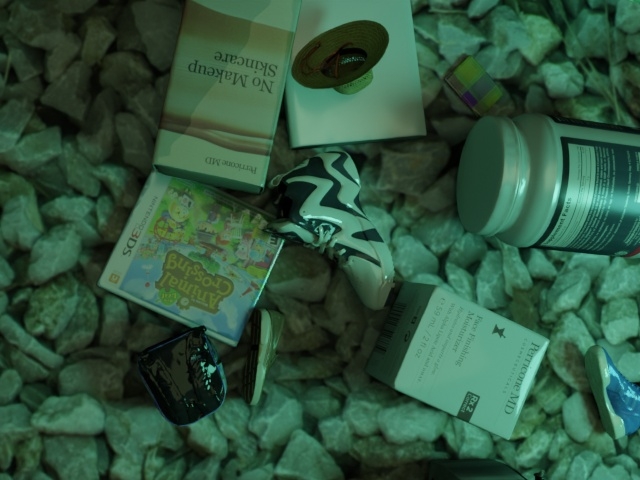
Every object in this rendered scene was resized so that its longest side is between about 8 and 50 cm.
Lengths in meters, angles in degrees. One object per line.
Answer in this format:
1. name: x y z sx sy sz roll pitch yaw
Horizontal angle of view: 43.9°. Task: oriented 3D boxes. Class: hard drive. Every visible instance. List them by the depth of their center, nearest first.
1. hard drive: 0.038 -0.295 1.160 0.203 0.040 0.308 -7 89 -12

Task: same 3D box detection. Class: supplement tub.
1. supplement tub: 0.352 -0.079 1.139 0.272 0.191 0.191 6 87 -11

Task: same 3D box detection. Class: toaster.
1. toaster: 0.225 0.391 1.106 0.110 0.168 0.186 4 88 -11

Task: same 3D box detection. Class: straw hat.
1. straw hat: 0.037 -0.236 1.100 0.144 0.144 0.061 -43 135 -10

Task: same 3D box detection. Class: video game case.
1. video game case: -0.174 0.019 1.113 0.212 0.023 0.193 26 83 -10

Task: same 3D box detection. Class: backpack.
1. backpack: -0.181 0.184 1.073 0.105 0.084 0.114 -24 91 -6

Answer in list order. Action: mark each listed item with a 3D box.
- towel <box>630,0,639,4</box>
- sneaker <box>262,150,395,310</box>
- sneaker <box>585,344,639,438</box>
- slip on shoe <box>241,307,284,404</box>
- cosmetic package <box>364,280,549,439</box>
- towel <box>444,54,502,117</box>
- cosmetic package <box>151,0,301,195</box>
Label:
1. towel: 0.454 -0.465 1.022 0.247 0.038 0.325 14 97 -15
2. sneaker: 0.000 0.000 1.098 0.153 0.094 0.235 -17 91 -26
3. sneaker: 0.464 0.221 1.216 0.084 0.058 0.152 -19 96 -6
4. slip on shoe: -0.079 0.164 1.117 0.041 0.051 0.135 10 82 -29
5. cosmetic package: 0.186 0.163 1.115 0.183 0.151 0.151 25 84 -10
6. towel: 0.234 -0.236 1.214 0.060 0.009 0.083 -45 97 -10
7. cosmetic package: -0.119 -0.221 1.049 0.153 0.129 0.296 10 88 -7
